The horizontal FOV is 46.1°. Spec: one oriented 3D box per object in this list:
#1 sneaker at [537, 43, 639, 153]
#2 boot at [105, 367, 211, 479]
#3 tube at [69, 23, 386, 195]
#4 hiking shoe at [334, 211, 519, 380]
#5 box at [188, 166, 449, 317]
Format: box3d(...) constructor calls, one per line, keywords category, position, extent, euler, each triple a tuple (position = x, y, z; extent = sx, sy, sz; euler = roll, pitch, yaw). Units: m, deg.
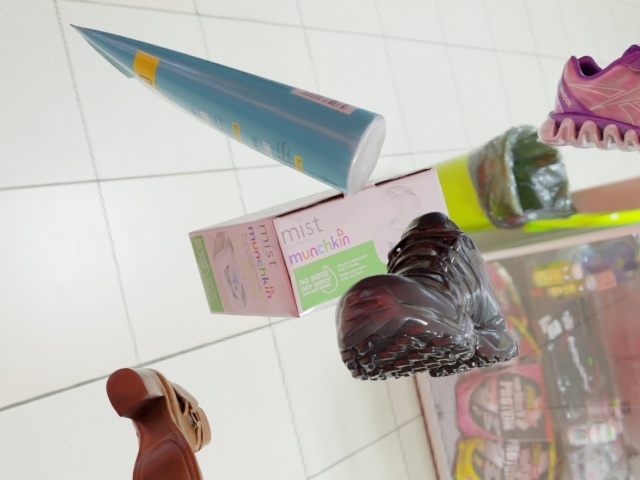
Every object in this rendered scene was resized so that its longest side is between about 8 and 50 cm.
box3d(category="sneaker", position=(0.323, -0.135, 0.721), extent=(0.095, 0.236, 0.105), euler=(-9, 107, -44))
box3d(category="boot", position=(-0.155, 0.230, 0.837), extent=(0.197, 0.073, 0.152), euler=(64, 3, 20))
box3d(category="tube", position=(-0.060, -0.091, 0.488), extent=(0.052, 0.207, 0.080), euler=(-63, 162, -11))
box3d(category="hiking shoe", position=(0.067, 0.035, 0.527), extent=(0.227, 0.086, 0.114), euler=(22, 51, -60))
box3d(category="box", position=(0.000, 0.000, 0.988), extent=(0.262, 0.231, 0.127), euler=(-19, 97, -34))
